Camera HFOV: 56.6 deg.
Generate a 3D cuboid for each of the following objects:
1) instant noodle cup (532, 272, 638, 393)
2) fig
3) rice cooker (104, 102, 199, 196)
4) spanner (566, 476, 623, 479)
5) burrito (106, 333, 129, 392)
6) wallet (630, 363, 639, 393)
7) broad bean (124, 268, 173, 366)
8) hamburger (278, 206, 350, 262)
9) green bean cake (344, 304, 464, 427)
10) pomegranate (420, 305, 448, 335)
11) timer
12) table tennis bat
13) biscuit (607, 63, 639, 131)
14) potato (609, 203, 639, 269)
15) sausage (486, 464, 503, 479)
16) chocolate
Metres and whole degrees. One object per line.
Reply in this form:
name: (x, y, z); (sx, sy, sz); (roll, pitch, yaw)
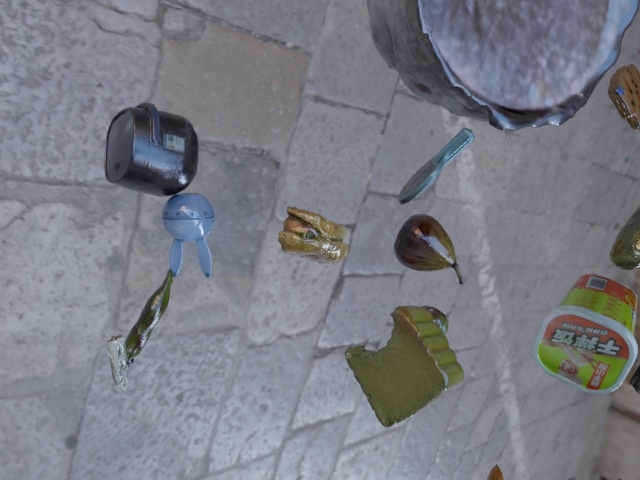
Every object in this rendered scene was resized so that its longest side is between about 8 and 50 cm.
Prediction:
instant noodle cup: (0.840, 0.265, 1.837); (0.308, 0.294, 0.293); (-37, 138, -47)
fig: (0.176, 0.016, 0.911); (0.089, 0.125, 0.088); (-52, 162, -24)
rice cooker: (-0.482, -0.258, 1.716); (0.225, 0.267, 0.267); (7, 107, -39)
spanner: (0.674, 0.626, 1.505); (0.071, 0.017, 0.302); (-35, 165, -14)
burrito: (-0.504, 0.311, 1.489); (0.045, 0.041, 0.185); (-58, 157, -53)
wallet: (0.783, 0.264, 1.365); (0.197, 0.031, 0.110); (-66, 171, 11)
broad bean: (-0.517, 0.241, 1.777); (0.061, 0.077, 0.338); (30, 90, -14)
hamburger: (0.000, 0.000, 1.572); (0.262, 0.131, 0.124); (19, 89, -62)
green bean cake: (0.202, 0.296, 1.434); (0.124, 0.232, 0.236); (0, 142, -49)
pomegranate: (0.331, 0.279, 1.907); (0.159, 0.129, 0.129); (-29, 133, -21)
timer: (-0.395, -0.030, 1.823); (0.175, 0.175, 0.255); (-30, 130, -34)
table tennis bat: (0.268, -0.174, 1.404); (0.237, 0.038, 0.149); (-44, -172, 23)
biscuit: (0.471, -0.216, 0.899); (0.130, 0.019, 0.119); (-5, 80, -42)
potato: (0.617, -0.019, 1.117); (0.188, 0.105, 0.085); (-45, 102, -11)
sausage: (0.390, 0.614, 1.392); (0.183, 0.054, 0.062); (-51, 157, -30)
chocolate: (0.164, -0.269, 0.660); (0.304, 0.213, 0.302); (-3, 97, -24)
